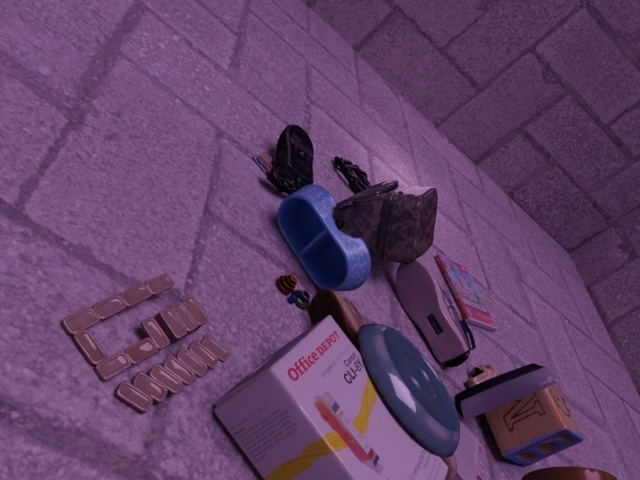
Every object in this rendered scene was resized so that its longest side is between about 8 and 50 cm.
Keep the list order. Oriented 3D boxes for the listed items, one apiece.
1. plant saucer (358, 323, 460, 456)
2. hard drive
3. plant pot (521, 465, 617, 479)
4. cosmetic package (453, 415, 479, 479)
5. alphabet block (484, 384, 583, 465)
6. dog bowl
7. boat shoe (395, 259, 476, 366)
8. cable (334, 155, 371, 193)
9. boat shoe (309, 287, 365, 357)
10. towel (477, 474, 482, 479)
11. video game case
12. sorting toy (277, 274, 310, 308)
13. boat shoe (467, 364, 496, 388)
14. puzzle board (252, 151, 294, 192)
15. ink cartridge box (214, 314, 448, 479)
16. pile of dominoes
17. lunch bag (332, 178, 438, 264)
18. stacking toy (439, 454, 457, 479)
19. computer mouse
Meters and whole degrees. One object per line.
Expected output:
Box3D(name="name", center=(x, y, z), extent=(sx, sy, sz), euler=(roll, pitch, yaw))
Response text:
Box3D(name="plant saucer", center=(0.195, 0.296, 1.334), extent=(0.317, 0.044, 0.317), euler=(46, 17, -18))
Box3D(name="hard drive", center=(0.473, 0.388, 1.669), extent=(0.172, 0.255, 0.054), euler=(51, 16, -82))
Box3D(name="plant pot", center=(0.635, 0.728, 1.600), extent=(0.237, 0.237, 0.254), euler=(34, 45, -29))
Box3D(name="cosmetic package", center=(0.319, 0.508, 1.518), extent=(0.098, 0.060, 0.239), euler=(52, 20, -1))
Box3D(name="alphabet block", center=(0.587, 0.495, 1.804), extent=(0.192, 0.194, 0.197), euler=(37, 28, -47))
Box3D(name="dog bowl", center=(0.000, 0.000, 1.598), extent=(0.074, 0.166, 0.297), euler=(-19, 72, -51))
Box3D(name="boat shoe", center=(0.345, 0.212, 1.919), extent=(0.158, 0.127, 0.340), euler=(7, 57, -63))
Box3D(name="cable", center=(0.118, -0.226, 2.192), extent=(0.184, 0.047, 0.150), euler=(45, 27, -9))
Box3D(name="boat shoe", center=(0.085, 0.254, 1.434), extent=(0.110, 0.122, 0.341), euler=(21, 38, -44))
Box3D(name="towel", center=(0.369, 0.664, 1.451), extent=(0.198, 0.031, 0.275), euler=(56, 25, 15))
Box3D(name="video game case", center=(0.526, 0.189, 2.317), extent=(0.204, 0.025, 0.285), euler=(22, 38, -44))
Box3D(name="sorting toy", center=(-0.054, 0.116, 1.485), extent=(0.102, 0.042, 0.061), euler=(41, 28, -20))
Box3D(name="boat shoe", center=(0.482, 0.404, 1.926), extent=(0.059, 0.063, 0.170), euler=(59, 28, 4))
Box3D(name="puzzle board", center=(-0.130, -0.195, 1.806), extent=(0.128, 0.011, 0.096), euler=(51, 26, 0))
Box3D(name="ink cartridge box", center=(0.031, 0.363, 1.163), extent=(0.384, 0.160, 0.279), euler=(52, 26, 4))
Box3D(name="pile of dominoes", center=(-0.287, 0.173, 1.080), extent=(0.196, 0.040, 0.251), euler=(54, 35, 6))
Box3D(name="lunch bag", center=(0.195, -0.068, 1.916), extent=(0.305, 0.256, 0.212), euler=(-31, 127, -64))
Box3D(name="stacking toy", center=(0.230, 0.405, 1.468), extent=(0.141, 0.141, 0.330), euler=(44, 23, -13))
Box3D(name="computer mouse", center=(-0.084, -0.217, 1.828), extent=(0.189, 0.072, 0.272), euler=(35, 42, -34))
